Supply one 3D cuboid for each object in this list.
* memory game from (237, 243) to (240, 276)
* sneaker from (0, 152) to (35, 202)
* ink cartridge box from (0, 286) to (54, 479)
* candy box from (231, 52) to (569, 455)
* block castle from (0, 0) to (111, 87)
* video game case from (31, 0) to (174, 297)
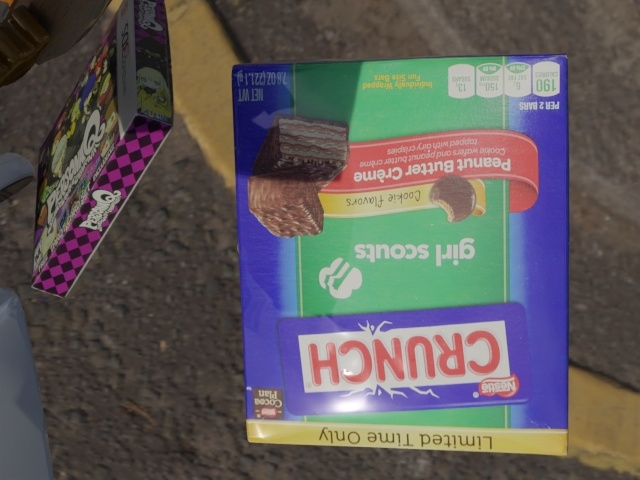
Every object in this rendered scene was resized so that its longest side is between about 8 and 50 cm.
[{"bbox_3d":[0.000,0.000,1.280,0.186,0.186,0.012,-46,142,-22],"label":"memory game"},{"bbox_3d":[-0.457,-0.060,1.314,0.290,0.106,0.123,-20,93,11],"label":"sneaker"},{"bbox_3d":[-0.341,0.141,0.504,0.385,0.279,0.160,-46,145,-49],"label":"ink cartridge box"},{"bbox_3d":[0.069,0.008,0.995,0.268,0.122,0.317,0,100,11],"label":"candy box"},{"bbox_3d":[-0.325,-0.252,0.667,0.453,0.213,0.303,45,49,-6],"label":"block castle"},{"bbox_3d":[-0.211,-0.096,1.146,0.042,0.232,0.210,20,37,-26],"label":"video game case"}]
